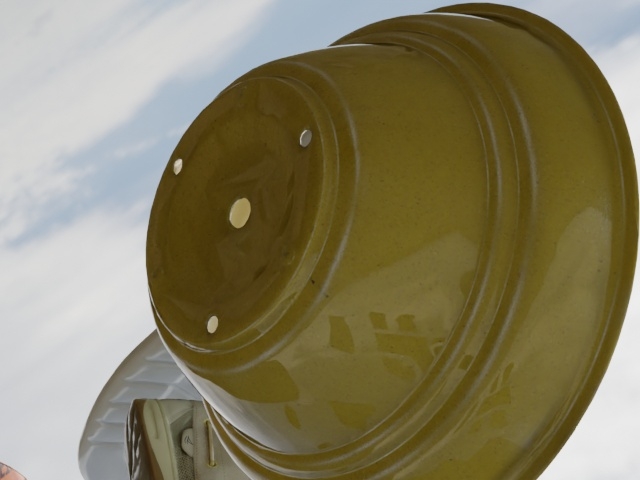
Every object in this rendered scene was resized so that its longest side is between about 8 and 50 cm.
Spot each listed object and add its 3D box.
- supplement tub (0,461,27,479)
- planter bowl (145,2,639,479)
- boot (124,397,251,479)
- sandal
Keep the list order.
[{"bbox_3d":[-0.204,0.231,0.517,0.194,0.194,0.316,-19,-122,47],"label":"supplement tub"},{"bbox_3d":[0.000,0.000,0.527,0.217,0.090,0.217,-23,-123,42],"label":"planter bowl"},{"bbox_3d":[-0.038,0.200,1.015,0.165,0.213,0.077,-4,148,-23],"label":"boot"},{"bbox_3d":[-0.060,0.060,1.230,0.416,0.169,0.102,-51,-148,21],"label":"sandal"}]
